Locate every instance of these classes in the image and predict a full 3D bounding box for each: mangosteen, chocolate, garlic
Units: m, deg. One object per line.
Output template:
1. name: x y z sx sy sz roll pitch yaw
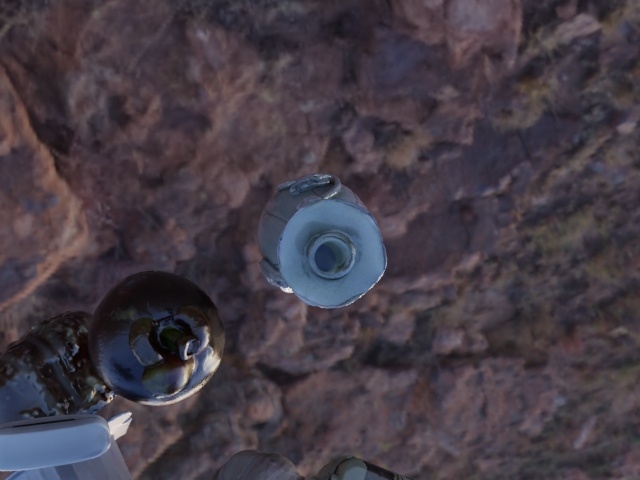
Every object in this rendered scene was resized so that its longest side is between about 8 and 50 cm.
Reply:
1. mangosteen: -0.259 0.161 1.741 0.228 0.228 0.265 -2 180 -23
2. chocolate: -0.537 0.271 2.120 0.340 0.210 0.225 -38 -171 -36
3. garlic: -0.114 0.457 1.693 0.212 0.218 0.218 -39 171 -44

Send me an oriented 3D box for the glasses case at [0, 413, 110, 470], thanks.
1. glasses case: -0.417 0.306 1.623 0.193 0.049 0.074 -6 120 -14

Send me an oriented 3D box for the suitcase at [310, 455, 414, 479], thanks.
1. suitcase: 0.114 0.651 2.203 0.339 0.351 0.194 23 156 -15

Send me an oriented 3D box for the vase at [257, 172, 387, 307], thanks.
1. vase: 0.000 0.000 1.992 0.250 0.250 0.445 -15 -173 -3

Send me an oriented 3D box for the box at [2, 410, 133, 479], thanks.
1. box: -0.392 0.455 1.862 0.291 0.206 0.262 -34 167 16
